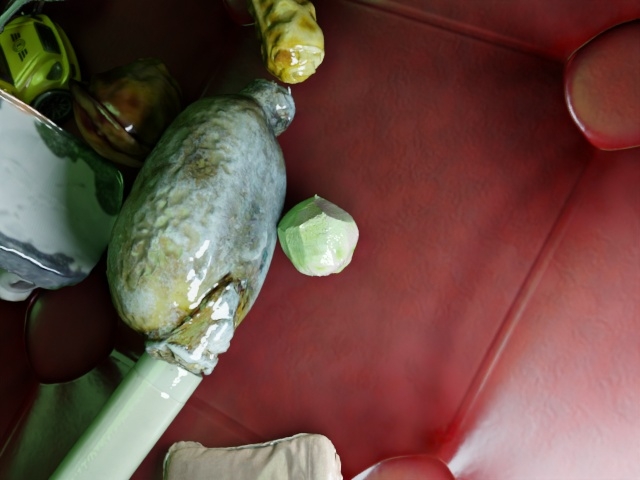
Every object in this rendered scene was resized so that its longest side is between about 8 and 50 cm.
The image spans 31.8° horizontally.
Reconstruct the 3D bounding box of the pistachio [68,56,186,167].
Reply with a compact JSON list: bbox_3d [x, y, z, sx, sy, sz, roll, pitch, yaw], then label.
[{"bbox_3d":[-0.216,-0.147,1.301,0.130,0.165,0.210,-60,12,15],"label":"pistachio"}]

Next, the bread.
[{"bbox_3d":[-0.067,-0.344,1.356,0.084,0.077,0.367,-31,58,26],"label":"bread"}]

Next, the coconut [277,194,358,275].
[{"bbox_3d":[0.000,0.000,1.186,0.083,0.081,0.082,-21,22,5],"label":"coconut"}]

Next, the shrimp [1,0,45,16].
[{"bbox_3d":[-0.450,-0.330,1.570,0.178,0.075,0.289,1,58,26],"label":"shrimp"}]

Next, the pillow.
[{"bbox_3d":[-0.076,0.267,1.145,0.211,0.034,0.135,-7,64,24],"label":"pillow"}]

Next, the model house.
[{"bbox_3d":[-0.424,-0.034,1.338,0.301,0.271,0.190,-24,43,45],"label":"model house"}]

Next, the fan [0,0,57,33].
[{"bbox_3d":[-0.376,-0.332,1.477,0.152,0.008,0.227,14,44,15],"label":"fan"}]

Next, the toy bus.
[{"bbox_3d":[-0.477,-0.175,1.465,0.330,0.152,0.144,-36,57,12],"label":"toy bus"}]

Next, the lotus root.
[{"bbox_3d":[-0.127,-0.032,1.211,0.175,0.175,0.349,1,61,29],"label":"lotus root"}]

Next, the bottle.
[{"bbox_3d":[-0.214,0.209,1.219,0.072,0.072,0.201,37,90,34],"label":"bottle"}]
